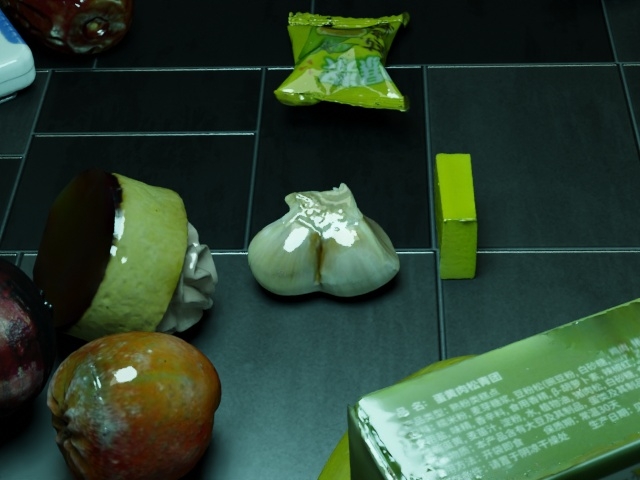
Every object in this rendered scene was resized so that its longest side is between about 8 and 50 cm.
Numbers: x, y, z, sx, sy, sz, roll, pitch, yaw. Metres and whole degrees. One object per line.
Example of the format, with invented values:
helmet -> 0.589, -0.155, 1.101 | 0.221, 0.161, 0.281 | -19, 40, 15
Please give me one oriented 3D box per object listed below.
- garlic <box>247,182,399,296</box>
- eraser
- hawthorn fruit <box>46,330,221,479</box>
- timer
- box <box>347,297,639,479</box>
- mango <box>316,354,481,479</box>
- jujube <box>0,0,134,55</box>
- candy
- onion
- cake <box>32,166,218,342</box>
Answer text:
garlic -> 0.002, 0.013, 1.567 | 0.174, 0.099, 0.124 | -10, 61, -2
eraser -> 0.160, -0.029, 1.593 | 0.045, 0.097, 0.122 | 0, 44, 2
hawthorn fruit -> -0.183, 0.169, 1.344 | 0.173, 0.173, 0.173 | -1, 42, 1
timer -> -0.539, -0.234, 1.870 | 0.253, 0.078, 0.178 | -23, 48, -19
box -> 0.231, 0.231, 1.094 | 0.420, 0.373, 0.138 | -18, 43, -16
mango -> 0.101, 0.238, 1.272 | 0.195, 0.142, 0.331 | 14, 51, 34
jujube -> -0.373, -0.369, 1.952 | 0.183, 0.183, 0.243 | -23, 54, -22
candy -> 0.035, -0.250, 1.862 | 0.187, 0.081, 0.297 | 2, 31, 5
onion -> -0.403, 0.087, 1.395 | 0.281, 0.281, 0.221 | 22, 33, 24
cake -> -0.200, 0.028, 1.500 | 0.178, 0.185, 0.207 | 15, 27, -37
